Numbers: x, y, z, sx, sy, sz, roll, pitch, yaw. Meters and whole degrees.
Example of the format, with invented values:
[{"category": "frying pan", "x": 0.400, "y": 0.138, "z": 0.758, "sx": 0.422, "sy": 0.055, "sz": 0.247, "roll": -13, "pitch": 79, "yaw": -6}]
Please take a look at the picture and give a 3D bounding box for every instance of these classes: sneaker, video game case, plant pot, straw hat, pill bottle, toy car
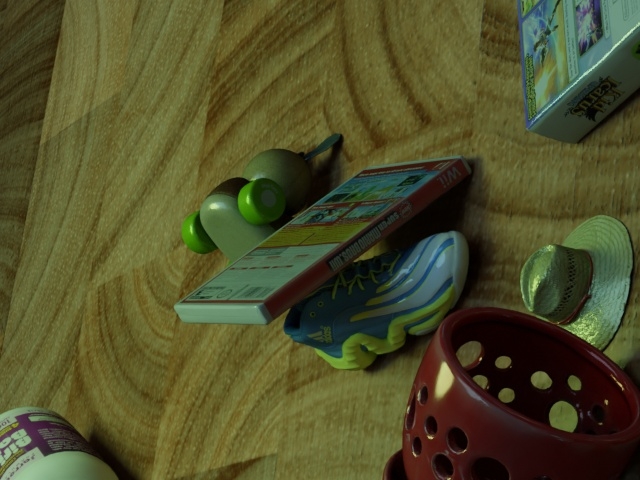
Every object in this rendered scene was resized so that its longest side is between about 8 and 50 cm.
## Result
[{"category": "sneaker", "x": 0.046, "y": 0.058, "z": 1.872, "sx": 0.240, "sy": 0.126, "sz": 0.091, "roll": -46, "pitch": 37, "yaw": 42}, {"category": "video game case", "x": 0.000, "y": 0.000, "z": 1.904, "sx": 0.285, "sy": 0.025, "sz": 0.204, "roll": -36, "pitch": 15, "yaw": -24}, {"category": "plant pot", "x": 0.157, "y": 0.176, "z": 1.540, "sx": 0.191, "sy": 0.191, "sz": 0.174, "roll": -116, "pitch": 40, "yaw": -53}, {"category": "straw hat", "x": 0.214, "y": 0.038, "z": 1.643, "sx": 0.144, "sy": 0.061, "sz": 0.144, "roll": -38, "pitch": 43, "yaw": 47}, {"category": "pill bottle", "x": -0.355, "y": 0.340, "z": 2.414, "sx": 0.301, "sy": 0.169, "sz": 0.169, "roll": 28, "pitch": 100, "yaw": 63}, {"category": "toy car", "x": -0.044, "y": -0.048, "z": 2.150, "sx": 0.155, "sy": 0.149, "sz": 0.188, "roll": -24, "pitch": 25, "yaw": 51}, {"category": "video game case", "x": 0.272, "y": -0.264, "z": 1.696, "sx": 0.244, "sy": 0.061, "sz": 0.269, "roll": -44, "pitch": 39, "yaw": 50}]
